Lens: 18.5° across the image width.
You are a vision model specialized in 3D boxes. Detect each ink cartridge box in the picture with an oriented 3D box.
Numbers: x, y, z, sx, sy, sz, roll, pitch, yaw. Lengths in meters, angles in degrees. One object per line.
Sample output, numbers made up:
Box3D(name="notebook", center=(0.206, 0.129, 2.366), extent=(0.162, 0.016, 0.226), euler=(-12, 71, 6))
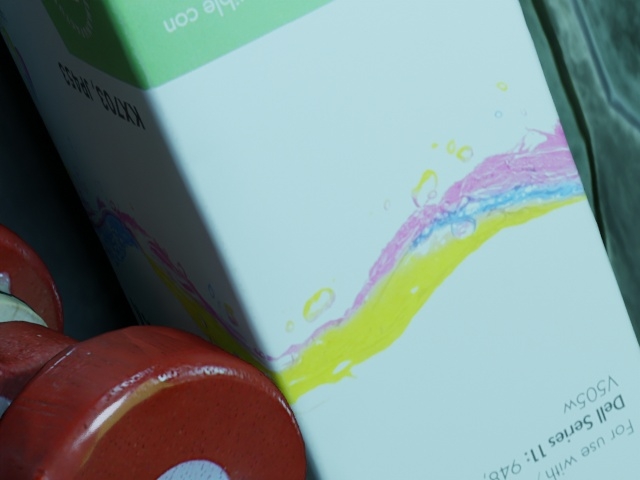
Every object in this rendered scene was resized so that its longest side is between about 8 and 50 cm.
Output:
Box3D(name="ink cartridge box", center=(0.000, 0.000, 0.673), extent=(0.119, 0.207, 0.353), euler=(-29, 114, -13))

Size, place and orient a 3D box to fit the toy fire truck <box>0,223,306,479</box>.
Box3D(name="toy fire truck", center=(-0.161, 0.105, 0.550), extent=(0.302, 0.169, 0.254), euler=(28, 88, -46))
